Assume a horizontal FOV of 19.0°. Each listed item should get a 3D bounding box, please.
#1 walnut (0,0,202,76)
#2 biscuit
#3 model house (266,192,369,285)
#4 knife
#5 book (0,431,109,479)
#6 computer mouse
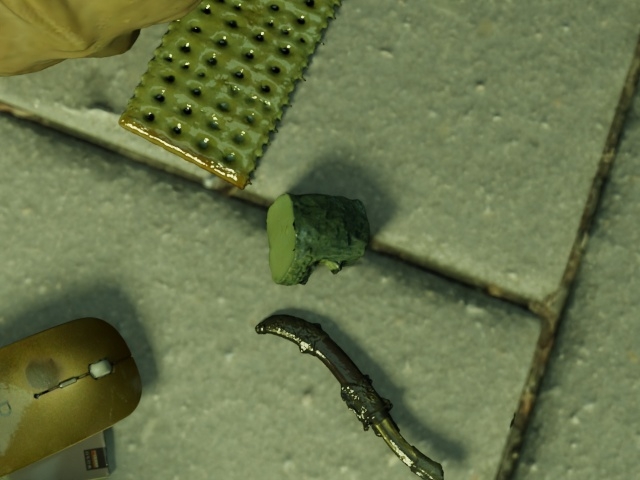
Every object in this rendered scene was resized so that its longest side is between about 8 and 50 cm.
[{"bbox_3d":[-0.237,-0.328,1.641,0.381,0.381,0.381,2,77,-8],"label":"walnut"},{"bbox_3d":[-0.077,-0.176,1.785,0.139,0.016,0.231,27,74,0],"label":"biscuit"},{"bbox_3d":[0.000,0.000,1.738,0.083,0.066,0.078,4,65,-26],"label":"model house"},{"bbox_3d":[0.036,0.139,1.723,0.222,0.021,0.045,42,74,7],"label":"knife"},{"bbox_3d":[-0.278,0.157,1.659,0.182,0.014,0.127,-6,78,-21],"label":"book"},{"bbox_3d":[-0.247,0.136,1.644,0.199,0.045,0.102,-22,86,-23],"label":"computer mouse"}]
